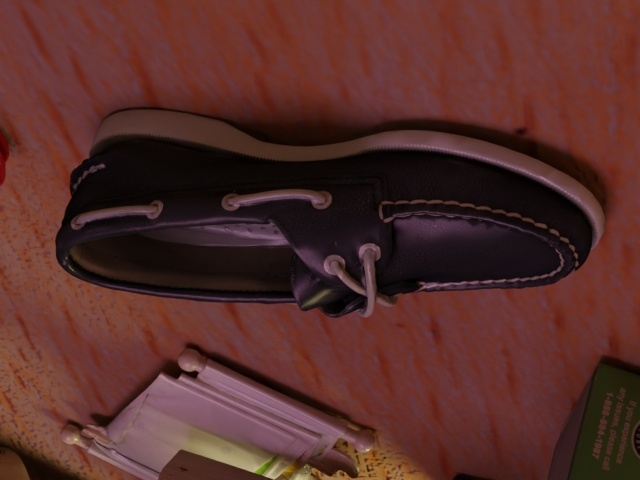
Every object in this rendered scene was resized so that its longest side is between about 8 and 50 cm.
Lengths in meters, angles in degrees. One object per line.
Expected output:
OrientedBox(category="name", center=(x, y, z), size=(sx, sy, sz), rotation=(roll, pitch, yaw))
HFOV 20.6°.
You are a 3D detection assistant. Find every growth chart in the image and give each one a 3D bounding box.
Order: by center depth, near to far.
OrientedBox(category="growth chart", center=(-0.076, 0.150, 1.290), size=(0.172, 0.021, 0.237), rotation=(30, 146, -16))

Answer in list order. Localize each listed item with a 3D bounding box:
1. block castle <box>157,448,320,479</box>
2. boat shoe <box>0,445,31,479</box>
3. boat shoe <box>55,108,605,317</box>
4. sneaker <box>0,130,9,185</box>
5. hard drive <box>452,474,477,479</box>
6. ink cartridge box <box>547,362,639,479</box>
OrientedBox(category="block castle", center=(-0.053, 0.386, 1.353), size=(0.212, 0.303, 0.453), rotation=(17, 150, 9))
OrientedBox(category="boat shoe", center=(-0.276, 0.220, 1.427), size=(0.302, 0.098, 0.109), rotation=(23, 143, -13))
OrientedBox(category="boat shoe", center=(0.000, 0.000, 0.960), size=(0.302, 0.091, 0.114), rotation=(4, 144, 24))
OrientedBox(category="sneaker", center=(-0.255, -0.018, 1.081), size=(0.128, 0.087, 0.221), rotation=(15, 149, 11))
OrientedBox(category="hard drive", center=(0.202, 0.303, 1.133), size=(0.338, 0.237, 0.064), rotation=(15, 140, 19))
OrientedBox(category="ink cartridge box", center=(0.263, 0.219, 1.039), size=(0.278, 0.201, 0.117), rotation=(18, 147, 3))
